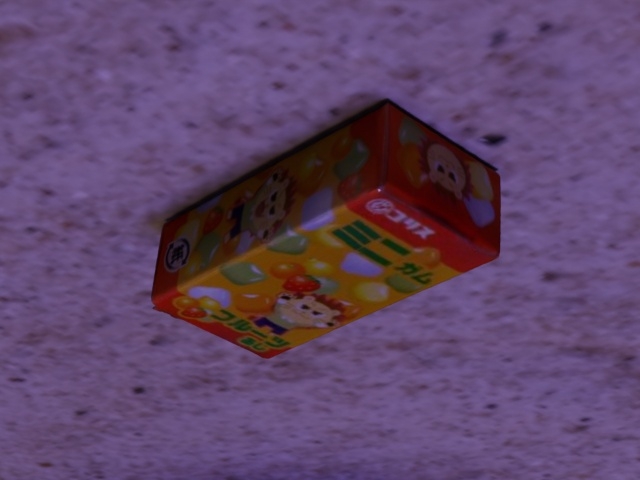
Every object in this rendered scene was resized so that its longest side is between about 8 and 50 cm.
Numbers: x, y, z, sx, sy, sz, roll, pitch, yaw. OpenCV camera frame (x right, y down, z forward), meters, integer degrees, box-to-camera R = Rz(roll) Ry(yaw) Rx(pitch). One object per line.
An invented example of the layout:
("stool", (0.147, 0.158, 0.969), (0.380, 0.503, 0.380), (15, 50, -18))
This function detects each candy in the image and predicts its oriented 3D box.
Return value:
("candy", (0.000, 0.000, 0.615), (0.062, 0.038, 0.122), (29, 140, -35))
